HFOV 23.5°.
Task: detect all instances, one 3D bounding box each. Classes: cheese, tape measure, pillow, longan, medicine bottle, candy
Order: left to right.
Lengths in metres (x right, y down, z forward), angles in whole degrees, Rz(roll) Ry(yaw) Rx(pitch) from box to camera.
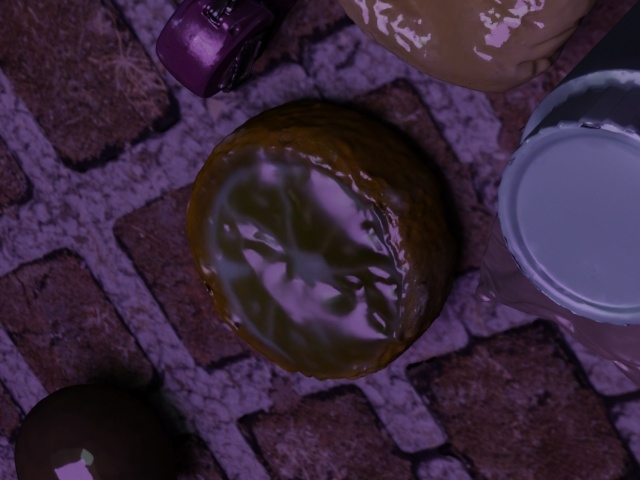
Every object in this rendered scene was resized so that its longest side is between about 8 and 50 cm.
[{"bbox_3d":[-0.247,0.247,1.687,0.185,0.159,0.204,35,147,-2],"label":"longan"},{"bbox_3d":[-0.079,-0.182,1.314,0.074,0.118,0.125,42,137,6],"label":"tape measure"},{"bbox_3d":[0.000,0.000,1.385,0.259,0.118,0.260,14,121,25],"label":"candy"},{"bbox_3d":[0.110,-0.231,1.151,0.226,0.117,0.214,38,130,10],"label":"cheese"},{"bbox_3d":[0.248,0.040,1.267,0.270,0.067,0.173,32,127,13],"label":"pillow"},{"bbox_3d":[0.242,-0.080,1.016,0.158,0.318,0.158,17,126,25],"label":"medicine bottle"}]
